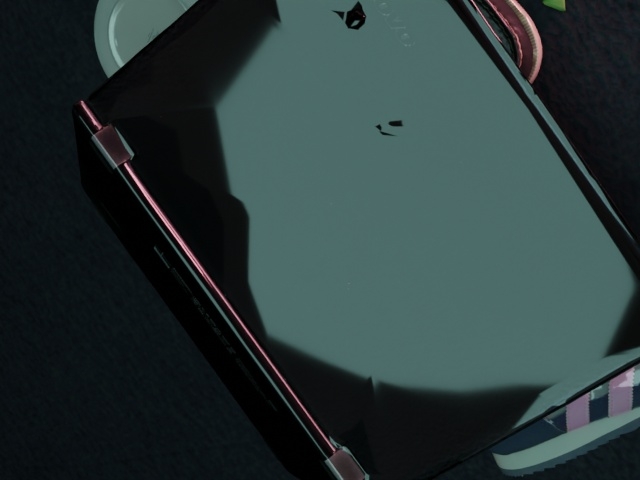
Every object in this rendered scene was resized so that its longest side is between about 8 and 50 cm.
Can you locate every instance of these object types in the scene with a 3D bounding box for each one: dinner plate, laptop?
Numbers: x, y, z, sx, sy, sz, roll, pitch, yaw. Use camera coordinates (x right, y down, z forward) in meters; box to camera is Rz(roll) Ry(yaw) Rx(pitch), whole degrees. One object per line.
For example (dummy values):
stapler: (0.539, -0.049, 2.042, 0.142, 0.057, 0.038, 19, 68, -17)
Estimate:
dinner plate: (-0.156, -0.191, 0.784, 0.141, 0.017, 0.141, 6, 109, 17)
laptop: (0.000, 0.000, 0.703, 0.236, 0.408, 0.382, -36, 92, -17)

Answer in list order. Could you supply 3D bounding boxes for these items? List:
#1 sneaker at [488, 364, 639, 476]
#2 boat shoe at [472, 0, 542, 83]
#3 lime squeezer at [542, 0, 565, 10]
sneaker: (0.234, 0.070, 0.666, 0.319, 0.112, 0.131, -38, 92, 25)
boat shoe: (0.014, -0.204, 0.663, 0.340, 0.113, 0.127, 36, 114, 7)
lime squeezer: (0.188, -0.333, 0.593, 0.109, 0.059, 0.311, 25, 112, 12)
